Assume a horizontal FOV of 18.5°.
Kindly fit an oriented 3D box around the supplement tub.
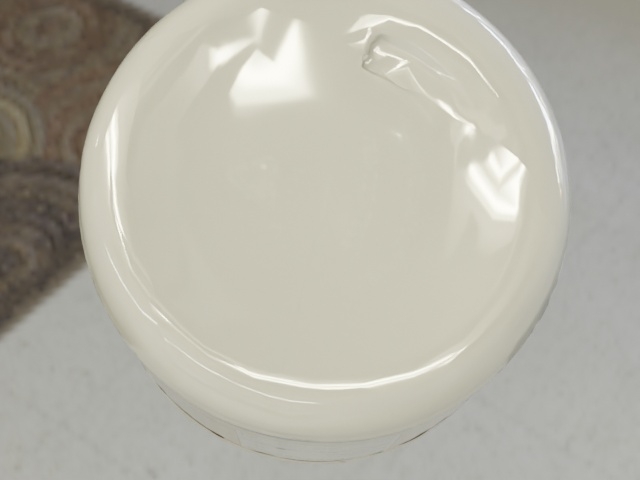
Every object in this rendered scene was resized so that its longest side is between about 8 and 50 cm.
[{"bbox_3d":[0.000,0.000,0.654,0.144,0.199,0.144,0,81,-1],"label":"supplement tub"}]
